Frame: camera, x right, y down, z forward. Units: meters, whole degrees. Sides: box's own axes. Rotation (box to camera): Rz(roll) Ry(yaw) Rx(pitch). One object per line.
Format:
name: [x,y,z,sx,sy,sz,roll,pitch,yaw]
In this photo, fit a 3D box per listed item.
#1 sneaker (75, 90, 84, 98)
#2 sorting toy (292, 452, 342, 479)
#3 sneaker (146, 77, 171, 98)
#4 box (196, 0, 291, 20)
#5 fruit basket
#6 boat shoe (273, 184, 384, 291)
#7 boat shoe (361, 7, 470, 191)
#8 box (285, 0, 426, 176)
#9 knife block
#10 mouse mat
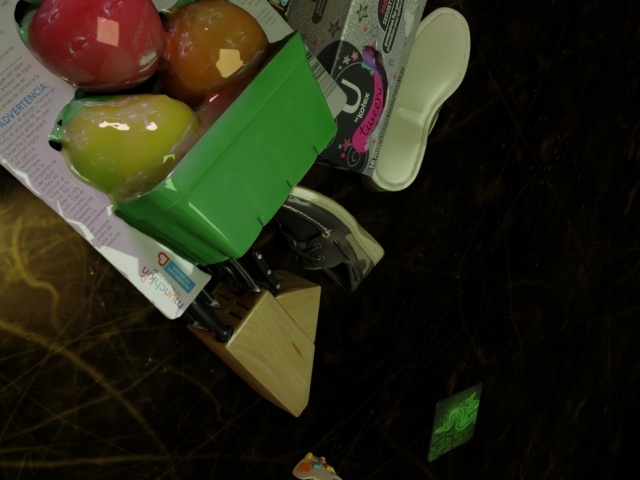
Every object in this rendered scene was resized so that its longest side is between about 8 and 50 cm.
sneaker: [-0.233,-0.201,0.709,0.073,0.063,0.162,11,97,-52]
sorting toy: [0.009,0.403,1.192,0.083,0.075,0.044,37,77,-48]
sneaker: [-0.155,-0.079,0.803,0.107,0.110,0.275,14,94,-49]
box: [-0.104,-0.334,0.774,0.191,0.045,0.184,16,89,-42]
fruit basket: [-0.167,-0.157,0.653,0.353,0.165,0.327,43,60,-17]
boat shoe: [0.000,0.000,1.010,0.285,0.103,0.092,37,72,-54]
boat shoe: [0.139,-0.217,1.084,0.109,0.091,0.304,24,83,-12]
box: [0.006,-0.225,0.878,0.142,0.163,0.247,13,94,-50]
knife block: [-0.117,0.127,0.942,0.242,0.088,0.275,-9,111,-44]
mouse mat: [0.304,0.407,1.567,0.190,0.007,0.152,-9,111,-46]
